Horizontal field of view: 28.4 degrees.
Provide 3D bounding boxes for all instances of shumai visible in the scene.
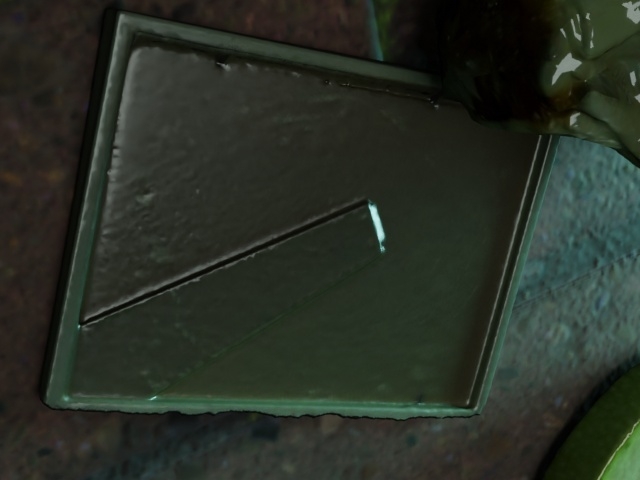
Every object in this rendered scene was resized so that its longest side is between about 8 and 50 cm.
[{"bbox_3d":[0.182,-0.069,0.631,0.222,0.225,0.260,-21,109,6],"label":"shumai"}]

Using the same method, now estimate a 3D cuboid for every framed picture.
[{"bbox_3d":[0.000,0.000,0.640,0.266,0.018,0.192,7,103,-32],"label":"framed picture"}]

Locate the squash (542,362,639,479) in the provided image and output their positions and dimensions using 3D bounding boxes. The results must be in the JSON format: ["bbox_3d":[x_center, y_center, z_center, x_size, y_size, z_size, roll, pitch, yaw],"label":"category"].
[{"bbox_3d":[0.239,0.184,0.820,0.252,0.049,0.252,-10,112,-27],"label":"squash"}]
